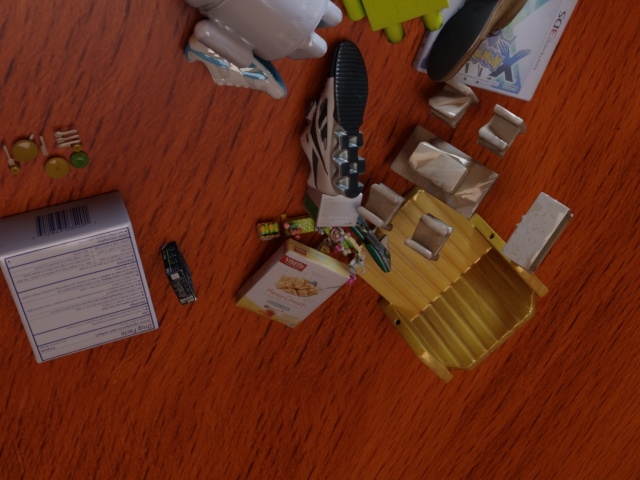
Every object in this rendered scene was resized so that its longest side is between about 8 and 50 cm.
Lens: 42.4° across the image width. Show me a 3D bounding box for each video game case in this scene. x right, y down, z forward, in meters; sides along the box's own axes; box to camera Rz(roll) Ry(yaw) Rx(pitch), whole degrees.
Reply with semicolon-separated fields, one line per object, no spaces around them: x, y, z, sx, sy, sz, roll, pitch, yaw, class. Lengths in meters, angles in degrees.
0.399;-0.483;1.836;0.329;0.036;0.300;9;117;-27;video game case

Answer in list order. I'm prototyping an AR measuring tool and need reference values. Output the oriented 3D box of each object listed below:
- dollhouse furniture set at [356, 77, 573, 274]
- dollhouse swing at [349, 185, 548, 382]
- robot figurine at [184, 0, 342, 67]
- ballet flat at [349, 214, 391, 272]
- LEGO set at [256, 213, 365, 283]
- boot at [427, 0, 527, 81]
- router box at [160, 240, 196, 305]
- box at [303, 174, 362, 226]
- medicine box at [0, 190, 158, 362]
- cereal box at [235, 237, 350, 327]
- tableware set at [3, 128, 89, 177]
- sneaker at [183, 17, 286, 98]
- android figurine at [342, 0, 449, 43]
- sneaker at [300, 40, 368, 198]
0.357;-0.105;1.878;0.362;0.394;0.256;-57;163;7;dollhouse furniture set
0.300;0.095;2.024;0.347;0.315;0.305;-42;137;8;dollhouse swing
-0.124;-0.472;1.523;0.353;0.199;0.300;30;76;-34;robot figurine
0.125;-0.010;1.972;0.070;0.070;0.188;-38;101;3;ballet flat
0.000;0.000;1.916;0.287;0.107;0.132;26;97;-25;LEGO set
0.346;-0.454;1.750;0.115;0.112;0.305;23;108;-44;boot
-0.316;0.072;1.838;0.038;0.122;0.092;-23;126;-2;router box
0.027;-0.091;1.889;0.102;0.101;0.087;-1;121;-22;box
-0.509;0.078;1.745;0.263;0.149;0.289;-15;126;-13;medicine box
-0.067;0.106;1.945;0.173;0.047;0.240;24;133;-24;cereal box
-0.548;-0.169;1.653;0.154;0.024;0.104;-17;129;-13;tableware set
-0.168;-0.349;1.663;0.228;0.087;0.092;32;112;-27;sneaker
0.157;-0.520;1.646;0.248;0.056;0.273;-16;141;14;android figurine
0.015;-0.260;1.771;0.122;0.146;0.331;-5;101;-51;sneaker
